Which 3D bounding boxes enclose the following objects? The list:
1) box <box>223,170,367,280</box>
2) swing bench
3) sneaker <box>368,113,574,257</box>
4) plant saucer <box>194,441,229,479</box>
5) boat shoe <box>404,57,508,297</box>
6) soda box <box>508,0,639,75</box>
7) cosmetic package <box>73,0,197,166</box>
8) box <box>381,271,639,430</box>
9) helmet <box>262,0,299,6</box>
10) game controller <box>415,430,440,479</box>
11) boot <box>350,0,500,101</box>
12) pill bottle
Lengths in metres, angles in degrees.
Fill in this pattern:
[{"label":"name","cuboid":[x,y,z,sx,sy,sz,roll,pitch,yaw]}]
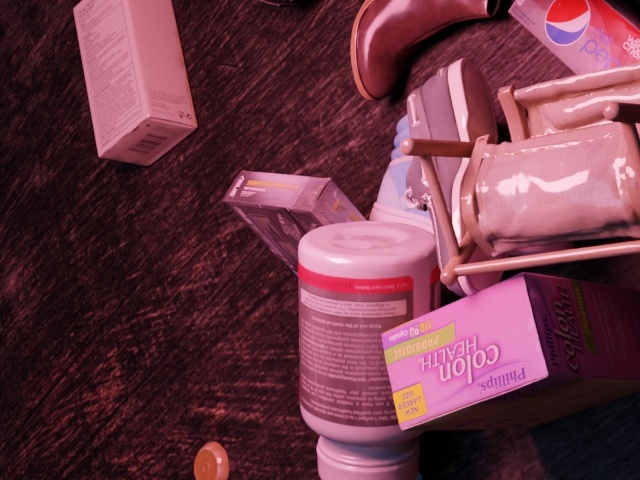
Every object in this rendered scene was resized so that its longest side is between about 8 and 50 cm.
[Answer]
[{"label":"box","cuboid":[0.000,0.000,1.677,0.183,0.231,0.056,7,58,47]},{"label":"swing bench","cuboid":[0.270,-0.083,1.299,0.253,0.255,0.165,-8,105,40]},{"label":"sneaker","cuboid":[0.196,-0.088,1.561,0.319,0.127,0.208,13,94,46]},{"label":"plant saucer","cuboid":[-0.178,0.363,1.953,0.083,0.015,0.083,-9,77,45]},{"label":"boat shoe","cuboid":[0.154,-0.067,1.457,0.099,0.116,0.319,-19,56,32]},{"label":"soda box","cuboid":[0.346,-0.233,1.457,0.092,0.083,0.263,-57,49,25]},{"label":"cosmetic package","cuboid":[-0.328,-0.305,2.147,0.160,0.113,0.309,-30,62,39]},{"label":"box","cuboid":[0.234,0.134,1.398,0.214,0.243,0.117,-28,65,41]},{"label":"helmet","cuboid":[-0.057,-0.459,1.856,0.169,0.169,0.161,60,140,33]},{"label":"game controller","cuboid":[0.086,0.254,1.660,0.166,0.067,0.319,10,92,46]},{"label":"boot","cuboid":[0.148,-0.308,1.668,0.207,0.090,0.248,12,89,48]},{"label":"pill bottle","cuboid":[0.061,0.147,1.529,0.176,0.176,0.318,17,114,46]}]
